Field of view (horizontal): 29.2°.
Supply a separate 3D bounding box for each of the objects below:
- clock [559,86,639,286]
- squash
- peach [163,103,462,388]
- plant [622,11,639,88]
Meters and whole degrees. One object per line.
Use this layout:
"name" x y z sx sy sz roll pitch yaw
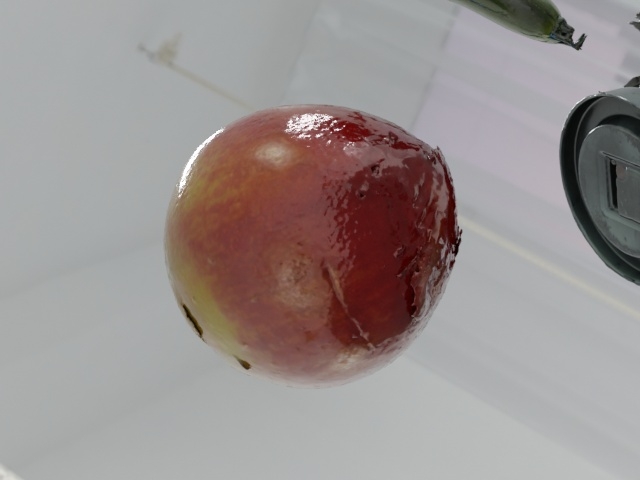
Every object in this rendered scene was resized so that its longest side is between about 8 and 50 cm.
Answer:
"clock" 0.477 -0.083 1.854 0.061 0.313 0.313 -21 -37 -21
"squash" 0.268 -0.385 1.918 0.087 0.331 0.087 -63 -3 -6
"peach" 0.000 0.000 1.448 0.370 0.370 0.370 -49 -24 -30
"plant" 0.644 -0.329 2.141 0.276 0.188 0.199 -52 -34 12
